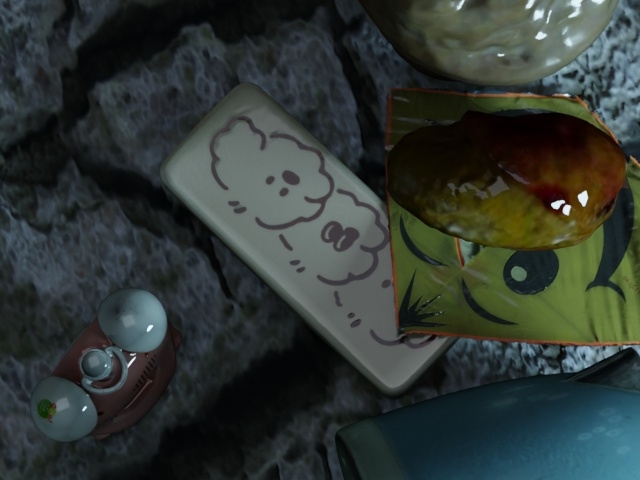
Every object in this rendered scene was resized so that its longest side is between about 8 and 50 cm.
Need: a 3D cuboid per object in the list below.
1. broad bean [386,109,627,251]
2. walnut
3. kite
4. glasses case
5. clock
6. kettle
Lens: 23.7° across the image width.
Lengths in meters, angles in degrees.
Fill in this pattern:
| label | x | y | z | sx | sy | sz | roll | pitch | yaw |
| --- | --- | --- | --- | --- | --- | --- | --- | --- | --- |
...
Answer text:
| label | x | y | z | sx | sy | sz | roll | pitch | yaw |
| --- | --- | --- | --- | --- | --- | --- | --- | --- | --- |
| broad bean | 0.177 | -0.064 | 1.445 | 0.228 | 0.122 | 0.156 | 7 | 47 | -8 |
| walnut | 0.163 | -0.265 | 1.469 | 0.273 | 0.273 | 0.227 | -17 | 103 | 1 |
| kite | 0.188 | -0.011 | 1.498 | 0.327 | 0.013 | 0.377 | -39 | 78 | -23 |
| glasses case | 0.000 | 0.000 | 1.528 | 0.336 | 0.076 | 0.144 | 42 | 86 | 9 |
| clock | -0.202 | 0.126 | 1.480 | 0.093 | 0.162 | 0.166 | 38 | 86 | 6 |
| kettle | 0.221 | 0.270 | 1.416 | 0.342 | 0.247 | 0.319 | -18 | 111 | -7 |
